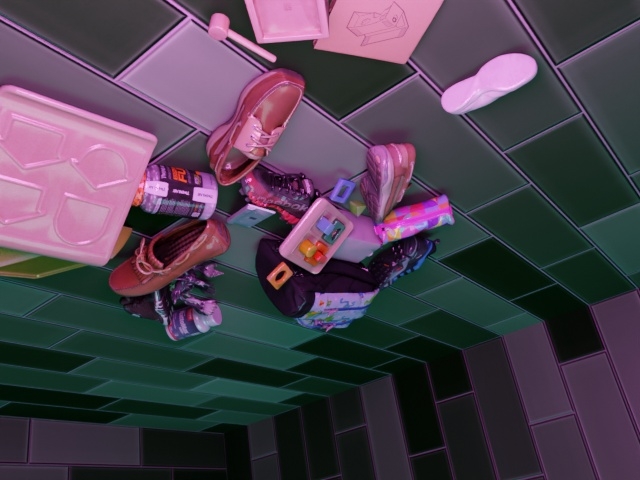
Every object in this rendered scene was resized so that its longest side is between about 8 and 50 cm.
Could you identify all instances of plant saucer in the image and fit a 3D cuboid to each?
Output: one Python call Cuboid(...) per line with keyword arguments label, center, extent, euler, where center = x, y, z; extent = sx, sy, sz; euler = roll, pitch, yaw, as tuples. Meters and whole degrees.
Cuboid(label="plant saucer", center=(-0.687, 0.026, 1.560), extent=(0.332, 0.081, 0.333), euler=(-14, 170, 8))

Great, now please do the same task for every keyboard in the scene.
Cuboid(label="keyboard", center=(-0.186, -0.062, 1.627), extent=(0.072, 0.014, 0.256), euler=(10, 170, -19))

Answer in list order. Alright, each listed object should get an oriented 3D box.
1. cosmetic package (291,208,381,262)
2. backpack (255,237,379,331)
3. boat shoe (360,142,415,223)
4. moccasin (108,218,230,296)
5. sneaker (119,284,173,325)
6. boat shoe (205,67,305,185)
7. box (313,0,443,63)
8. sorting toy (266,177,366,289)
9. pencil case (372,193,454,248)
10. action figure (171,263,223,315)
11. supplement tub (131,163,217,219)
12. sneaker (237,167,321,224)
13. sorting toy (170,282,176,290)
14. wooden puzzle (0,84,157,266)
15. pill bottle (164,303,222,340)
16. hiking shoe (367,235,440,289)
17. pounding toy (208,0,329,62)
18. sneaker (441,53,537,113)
Cuboid(label="cosmetic package", center=(0.051, -0.017, 1.812), extent=(0.237, 0.107, 0.127), euler=(11, 145, -39))
Cuboid(label="backpack", center=(0.006, 0.136, 1.904), extent=(0.355, 0.290, 0.274), euler=(-8, 128, -33))
Cuboid(label="boat shoe", center=(0.180, -0.142, 1.601), extent=(0.116, 0.123, 0.324), euler=(-19, 161, -10))
Cuboid(label="moccasin", center=(-0.435, 0.045, 1.723), extent=(0.379, 0.139, 0.147), euler=(-21, 150, 19))
Cuboid(label="sneaker", center=(-0.565, 0.182, 1.985), extent=(0.162, 0.107, 0.281), euler=(7, 142, -2))
Cuboid(label="boat shoe", center=(-0.135, -0.227, 1.331), extent=(0.122, 0.120, 0.324), euler=(10, 146, -34))
Cuboid(label="box", center=(0.106, -0.412, 1.173), extent=(0.201, 0.021, 0.164), euler=(3, 150, -22))
Cuboid(label="sorting toy", center=(0.000, 0.000, 1.635), extent=(0.348, 0.047, 0.196), euler=(-52, 146, 2))
Cuboid(label="pencil case", center=(0.261, -0.058, 1.778), extent=(0.236, 0.105, 0.104), euler=(-18, 153, -3))
Cuboid(label="action figure", center=(-0.372, 0.141, 1.914), extent=(0.140, 0.164, 0.276), euler=(9, 162, 4))
Cuboid(label="supplement tub", center=(-0.349, -0.115, 1.475), extent=(0.190, 0.117, 0.117), euler=(7, 148, -31))
Cuboid(label="sneaker", center=(-0.094, -0.128, 1.557), extent=(0.135, 0.098, 0.276), euler=(-24, 151, 26))
Cuboid(label="sorting toy", center=(-0.476, 0.157, 2.054), extent=(0.083, 0.012, 0.062), euler=(16, 143, -40))
Cuboid(label="wooden puzzle", center=(-0.556, -0.125, 1.312), extent=(0.322, 0.080, 0.348), euler=(16, 110, -37))
Cuboid(label="pill bottle", center=(-0.446, 0.280, 2.194), extent=(0.180, 0.108, 0.108), euler=(-18, 151, 14))
Cuboid(label="hiking shoe", center=(0.265, 0.088, 2.061), extent=(0.131, 0.113, 0.304), euler=(7, 148, -27))
Cuboid(label="pounding toy", center=(-0.090, -0.399, 1.067), extent=(0.205, 0.094, 0.181), euler=(-3, 158, 6))
Cuboid(label="sneaker", center=(0.375, -0.336, 1.364), extent=(0.212, 0.080, 0.094), euler=(-20, 163, 32))
